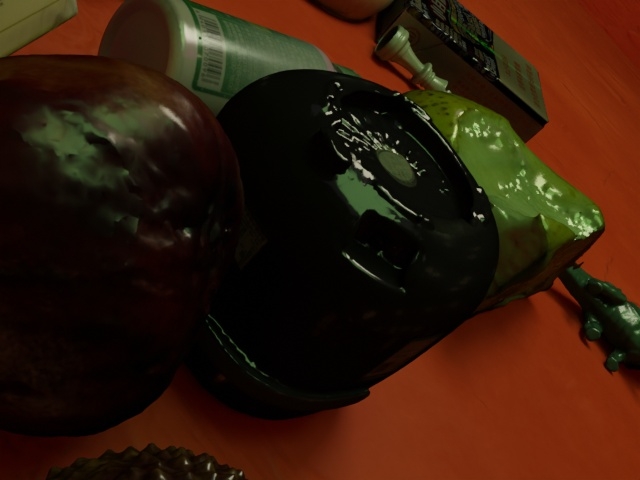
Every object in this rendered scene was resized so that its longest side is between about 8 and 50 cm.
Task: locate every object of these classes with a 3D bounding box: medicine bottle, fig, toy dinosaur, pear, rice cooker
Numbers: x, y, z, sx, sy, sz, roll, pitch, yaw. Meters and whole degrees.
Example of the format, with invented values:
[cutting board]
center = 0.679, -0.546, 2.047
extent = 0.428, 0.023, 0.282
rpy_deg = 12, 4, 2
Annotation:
[medicine bottle]
center = -0.074, -0.149, 0.897
extent = 0.274, 0.133, 0.133
rpy_deg = 7, 48, -45
[fig]
center = -0.168, 0.001, 0.537
extent = 0.263, 0.224, 0.224
rpy_deg = -3, 53, -29
[toy dinosaur]
center = 0.389, 0.102, 1.220
extent = 0.292, 0.079, 0.120
rpy_deg = 39, 26, -16
[pear]
center = 0.182, -0.062, 1.070
extent = 0.286, 0.176, 0.282
rpy_deg = -9, 58, -55
[rice cooker]
center = 0.000, 0.000, 0.723
extent = 0.267, 0.224, 0.267
rpy_deg = 29, 36, -25

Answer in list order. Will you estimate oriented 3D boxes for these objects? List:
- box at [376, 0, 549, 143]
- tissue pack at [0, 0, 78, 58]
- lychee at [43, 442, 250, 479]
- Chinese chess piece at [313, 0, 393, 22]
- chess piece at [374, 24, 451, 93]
[box]
center = 0.236, -0.306, 1.503
extent = 0.310, 0.084, 0.198
rpy_deg = 35, 33, -18
[tissue pack]
center = -0.290, -0.209, 0.662
extent = 0.125, 0.159, 0.234
rpy_deg = 5, 31, 13
[lychee]
center = -0.086, 0.186, 0.455
extent = 0.188, 0.188, 0.188
rpy_deg = 31, 34, -24
[Chinese chess piece]
center = 0.016, -0.465, 1.399
extent = 0.270, 0.112, 0.270
rpy_deg = 31, 35, -25
[chess piece]
center = 0.151, -0.256, 1.376
extent = 0.149, 0.059, 0.059
rpy_deg = 42, 30, -17
